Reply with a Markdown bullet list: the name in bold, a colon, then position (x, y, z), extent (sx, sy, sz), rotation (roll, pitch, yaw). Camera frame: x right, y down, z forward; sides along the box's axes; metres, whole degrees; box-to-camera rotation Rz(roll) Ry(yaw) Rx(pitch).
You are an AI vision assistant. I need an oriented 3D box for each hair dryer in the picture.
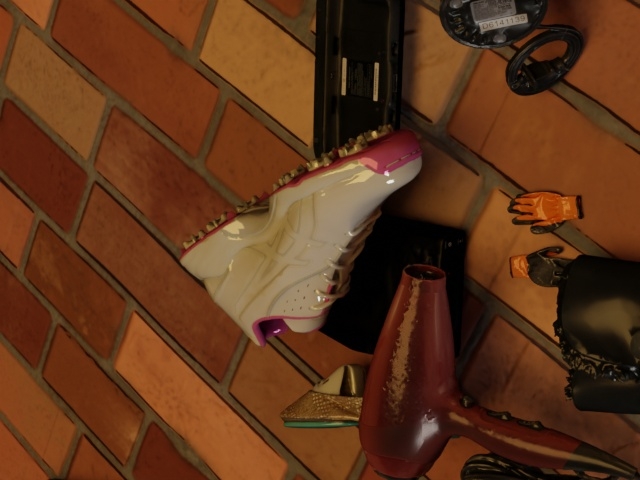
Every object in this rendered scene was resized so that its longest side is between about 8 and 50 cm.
- **hair dryer**: position (0.137, 0.153, 1.088), extent (0.223, 0.080, 0.294), rotation (-29, 92, 27)

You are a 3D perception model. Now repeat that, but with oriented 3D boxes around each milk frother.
- **milk frother**: position (0.150, -0.209, 1.049), extent (0.143, 0.129, 0.135), rotation (94, 175, -52)

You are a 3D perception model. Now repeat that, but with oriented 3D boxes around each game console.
- **game console**: position (0.044, -0.070, 1.200), extent (0.213, 0.044, 0.361), rotation (13, 109, 39)

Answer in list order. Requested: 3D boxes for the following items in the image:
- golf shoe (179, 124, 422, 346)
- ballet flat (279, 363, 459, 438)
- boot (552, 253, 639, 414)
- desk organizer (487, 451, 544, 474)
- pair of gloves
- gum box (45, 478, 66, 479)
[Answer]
- **golf shoe**: position (0.000, 0.000, 1.165), extent (0.306, 0.115, 0.140), rotation (-30, 90, 48)
- **ballet flat**: position (0.049, 0.150, 1.229), extent (0.206, 0.073, 0.067), rotation (-3, 84, 34)
- **boot**: position (0.277, 0.031, 0.976), extent (0.207, 0.094, 0.247), rotation (9, 111, 36)
- **desk organizer**: position (0.185, 0.239, 1.133), extent (0.130, 0.047, 0.050), rotation (43, 121, 27)
- **pair of gloves**: position (0.192, -0.001, 1.103), extent (0.074, 0.010, 0.083), rotation (3, 101, 41)
- **gum box**: position (-0.284, 0.391, 1.584), extent (0.157, 0.041, 0.185), rotation (-5, 94, 42)
